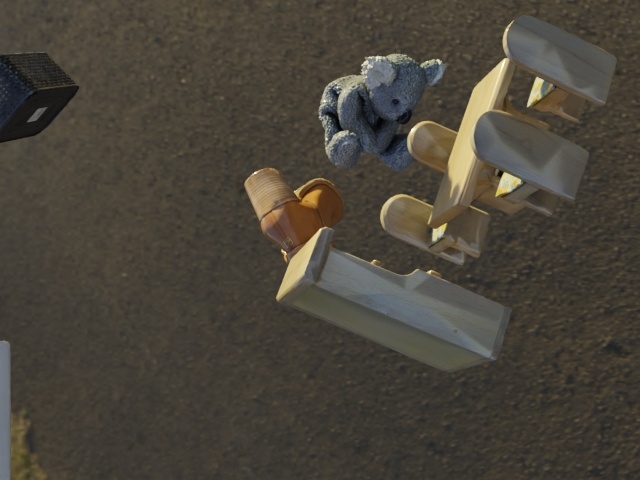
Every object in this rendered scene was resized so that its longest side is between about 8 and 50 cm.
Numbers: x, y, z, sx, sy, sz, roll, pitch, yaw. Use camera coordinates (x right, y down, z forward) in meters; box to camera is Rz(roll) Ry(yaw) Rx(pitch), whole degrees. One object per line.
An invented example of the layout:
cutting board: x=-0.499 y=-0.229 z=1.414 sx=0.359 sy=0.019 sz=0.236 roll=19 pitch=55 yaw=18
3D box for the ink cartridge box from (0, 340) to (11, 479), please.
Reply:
ink cartridge box: x=-0.350 y=0.233 z=0.790 sx=0.207 sy=0.117 sz=0.283 roll=-20 pitch=68 yaw=40

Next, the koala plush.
koala plush: x=0.117 y=-0.270 z=1.845 sx=0.221 sy=0.196 sz=0.203 roll=-47 pitch=54 yaw=48

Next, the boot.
boot: x=0.000 y=0.000 z=1.638 sx=0.109 sy=0.283 sz=0.220 roll=-35 pitch=69 yaw=13

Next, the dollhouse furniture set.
dollhouse furniture set: x=0.141 y=-0.063 z=1.277 sx=0.362 sy=0.256 sz=0.394 roll=136 pitch=155 yaw=-71

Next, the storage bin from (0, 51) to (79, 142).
storage bin: x=-0.492 y=-0.234 z=1.603 sx=0.084 sy=0.180 sz=0.122 roll=46 pitch=107 yaw=1
